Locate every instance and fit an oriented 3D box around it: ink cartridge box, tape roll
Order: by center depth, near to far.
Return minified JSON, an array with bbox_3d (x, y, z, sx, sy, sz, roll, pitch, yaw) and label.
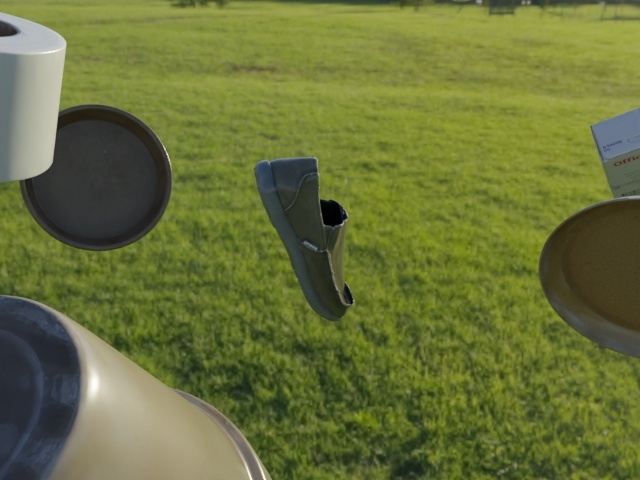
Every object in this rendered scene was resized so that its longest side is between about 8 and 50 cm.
[{"bbox_3d":[-0.460,-0.196,0.962,0.246,0.169,0.246,14,22,-6],"label":"tape roll"},{"bbox_3d":[0.620,-0.160,1.441,0.154,0.093,0.212,-21,-32,20],"label":"ink cartridge box"}]

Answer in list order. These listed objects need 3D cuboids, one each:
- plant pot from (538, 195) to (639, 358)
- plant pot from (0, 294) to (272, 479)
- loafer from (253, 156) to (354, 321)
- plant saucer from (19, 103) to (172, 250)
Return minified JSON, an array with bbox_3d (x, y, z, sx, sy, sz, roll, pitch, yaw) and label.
[{"bbox_3d":[0.358,0.040,0.812,0.236,0.236,0.032,8,44,26],"label":"plant pot"},{"bbox_3d":[-0.203,0.194,0.535,0.323,0.280,0.323,-7,46,7],"label":"plant pot"},{"bbox_3d":[0.000,0.000,0.938,0.087,0.251,0.094,-22,37,4],"label":"loafer"},{"bbox_3d":[-0.421,-0.117,1.423,0.277,0.278,0.041,-9,0,-22],"label":"plant saucer"}]
